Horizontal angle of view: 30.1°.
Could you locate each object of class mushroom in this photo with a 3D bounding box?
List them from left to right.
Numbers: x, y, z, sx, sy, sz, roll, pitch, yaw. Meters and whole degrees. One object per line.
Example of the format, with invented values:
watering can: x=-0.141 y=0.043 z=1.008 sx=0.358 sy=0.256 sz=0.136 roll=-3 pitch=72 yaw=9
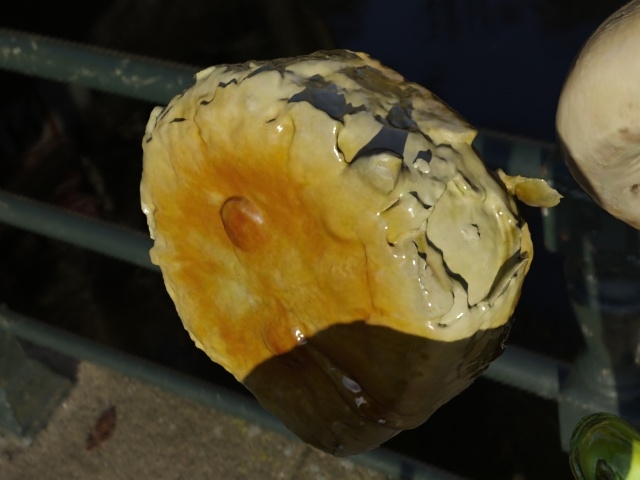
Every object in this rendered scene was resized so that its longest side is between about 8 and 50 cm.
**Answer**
mushroom: x=0.396 y=-0.081 z=1.101 sx=0.362 sy=0.362 sz=0.295 roll=7 pitch=71 yaw=21

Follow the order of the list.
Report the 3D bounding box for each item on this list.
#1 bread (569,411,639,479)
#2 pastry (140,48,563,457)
bread: x=0.260 y=0.197 z=0.995 sx=0.071 sy=0.130 sz=0.139 roll=-56 pitch=12 yaw=4
pastry: x=0.000 y=0.000 z=0.867 sx=0.329 sy=0.330 sz=0.136 roll=25 pitch=41 yaw=33
